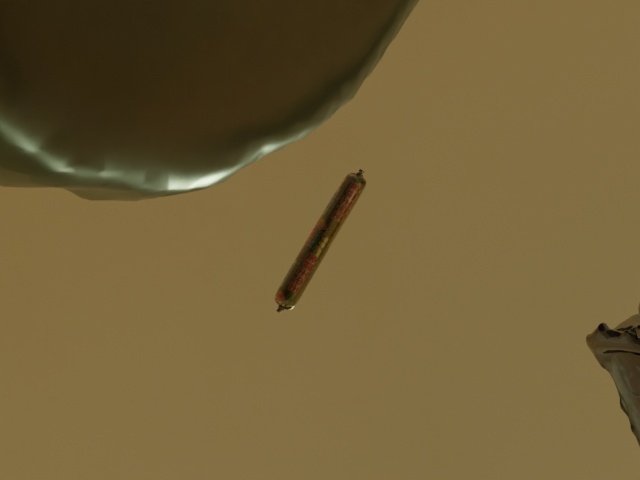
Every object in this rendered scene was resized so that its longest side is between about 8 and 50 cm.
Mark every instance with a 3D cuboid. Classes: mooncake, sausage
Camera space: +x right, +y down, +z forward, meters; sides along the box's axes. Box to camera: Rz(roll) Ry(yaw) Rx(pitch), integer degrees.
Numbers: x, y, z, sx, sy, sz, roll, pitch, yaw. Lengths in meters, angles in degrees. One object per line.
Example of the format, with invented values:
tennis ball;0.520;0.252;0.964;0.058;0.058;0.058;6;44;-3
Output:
mooncake;-0.103;-0.197;0.590;0.194;0.356;0.356;11;-98;38
sausage;0.000;0.000;0.976;0.015;0.015;0.100;24;-104;29

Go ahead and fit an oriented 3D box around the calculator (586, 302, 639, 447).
calculator;0.165;0.135;0.413;0.021;0.161;0.262;-29;-79;-23
